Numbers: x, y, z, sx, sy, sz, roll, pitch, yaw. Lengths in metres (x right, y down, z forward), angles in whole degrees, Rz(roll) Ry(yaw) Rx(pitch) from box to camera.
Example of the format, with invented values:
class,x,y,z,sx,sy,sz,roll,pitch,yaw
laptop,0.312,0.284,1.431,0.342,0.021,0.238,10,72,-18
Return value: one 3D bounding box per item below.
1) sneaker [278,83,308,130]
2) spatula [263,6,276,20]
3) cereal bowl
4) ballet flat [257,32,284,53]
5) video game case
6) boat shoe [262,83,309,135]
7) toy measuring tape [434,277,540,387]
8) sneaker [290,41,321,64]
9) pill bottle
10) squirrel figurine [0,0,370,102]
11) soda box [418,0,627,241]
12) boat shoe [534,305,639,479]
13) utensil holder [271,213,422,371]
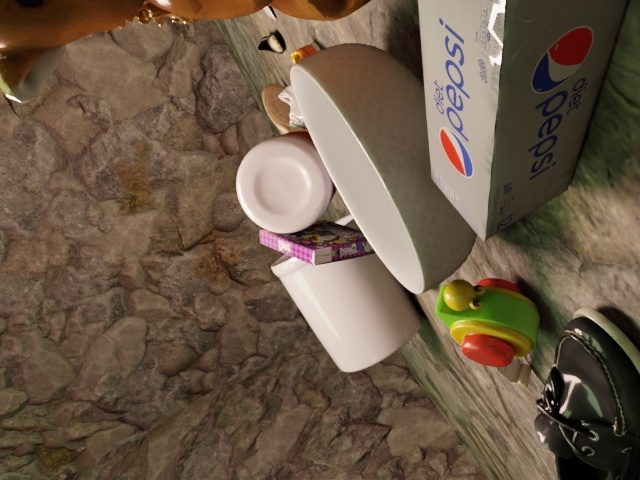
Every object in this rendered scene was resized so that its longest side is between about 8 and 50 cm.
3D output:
class,x,y,z,sx,sy,sz,roll,pitch,yaw
sneaker,-0.029,-0.298,1.404,0.212,0.094,0.080,59,175,17
spatula,-0.178,-0.640,1.380,0.168,0.019,0.242,56,-179,-39
cereal bowl,0.099,-0.108,0.737,0.339,0.141,0.339,59,176,6
ballet flat,-0.129,-0.507,1.475,0.058,0.049,0.173,60,177,-21
video game case,0.000,0.000,1.372,0.232,0.210,0.042,20,115,51
boat shoe,-0.087,-0.356,1.746,0.285,0.102,0.092,53,171,12
toy measuring tape,0.276,0.145,0.812,0.330,0.121,0.121,41,-171,-38
sneaker,-0.005,-0.323,1.078,0.175,0.067,0.064,53,171,51
pill bottle,-0.065,-0.170,1.490,0.229,0.228,0.408,60,-167,-9
squirrel figurine,-0.146,-0.268,0.494,0.397,0.370,0.281,20,141,62
soda box,0.139,-0.119,0.417,0.091,0.098,0.286,56,176,31
boat shoe,0.307,0.215,0.658,0.127,0.113,0.340,57,175,46
utensil holder,0.088,0.153,1.722,0.386,0.327,0.327,57,177,-5
